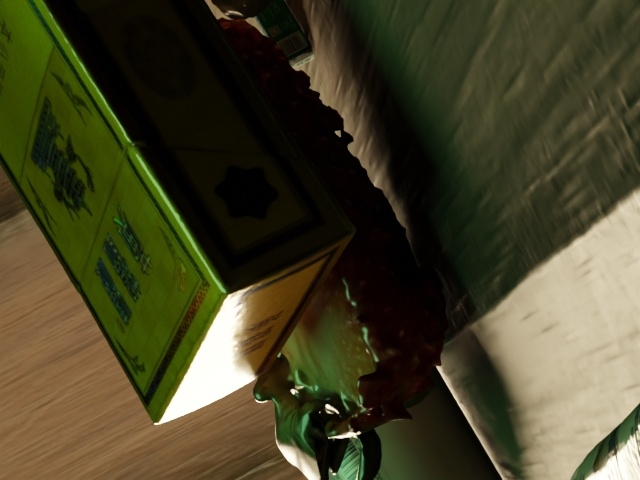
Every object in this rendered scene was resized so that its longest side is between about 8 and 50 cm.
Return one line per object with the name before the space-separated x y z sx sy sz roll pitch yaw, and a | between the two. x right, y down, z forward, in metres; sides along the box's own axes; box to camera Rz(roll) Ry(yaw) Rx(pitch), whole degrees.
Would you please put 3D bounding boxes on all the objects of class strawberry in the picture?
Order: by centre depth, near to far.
strawberry | 0.000 0.000 1.120 0.188 0.106 0.286 13 125 55

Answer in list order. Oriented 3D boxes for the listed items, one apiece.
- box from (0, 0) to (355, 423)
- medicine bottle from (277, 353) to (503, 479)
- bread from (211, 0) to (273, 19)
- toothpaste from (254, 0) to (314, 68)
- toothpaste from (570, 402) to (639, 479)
box | -0.113 -0.072 1.048 0.301 0.084 0.193 58 155 14
medicine bottle | 0.046 0.133 1.269 0.187 0.103 0.103 59 173 23
bread | -0.053 -0.171 1.008 0.113 0.060 0.082 54 170 45
toothpaste | -0.031 -0.137 1.144 0.083 0.020 0.017 60 175 20
toothpaste | 0.127 0.080 0.718 0.239 0.039 0.062 99 150 -76
